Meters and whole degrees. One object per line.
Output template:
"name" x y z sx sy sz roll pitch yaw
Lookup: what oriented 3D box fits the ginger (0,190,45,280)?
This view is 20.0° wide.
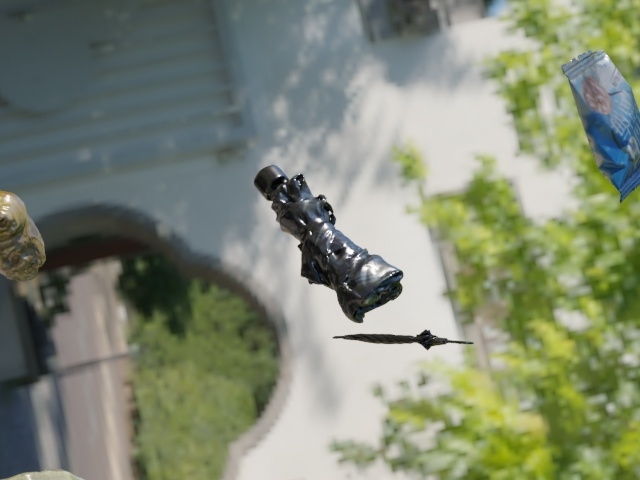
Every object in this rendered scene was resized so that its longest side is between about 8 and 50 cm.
"ginger" -0.391 -0.030 2.091 0.333 0.080 0.166 24 -40 63

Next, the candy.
"candy" 0.262 -0.109 1.651 0.038 0.088 0.136 -18 -79 40

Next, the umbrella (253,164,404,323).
"umbrella" -0.002 0.002 2.012 0.224 0.080 0.071 48 -26 30

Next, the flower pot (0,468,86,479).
"flower pot" -0.220 0.296 1.363 0.212 0.212 0.203 93 -26 -62

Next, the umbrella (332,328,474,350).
"umbrella" 0.081 0.099 1.828 0.022 0.148 0.022 15 76 -74
